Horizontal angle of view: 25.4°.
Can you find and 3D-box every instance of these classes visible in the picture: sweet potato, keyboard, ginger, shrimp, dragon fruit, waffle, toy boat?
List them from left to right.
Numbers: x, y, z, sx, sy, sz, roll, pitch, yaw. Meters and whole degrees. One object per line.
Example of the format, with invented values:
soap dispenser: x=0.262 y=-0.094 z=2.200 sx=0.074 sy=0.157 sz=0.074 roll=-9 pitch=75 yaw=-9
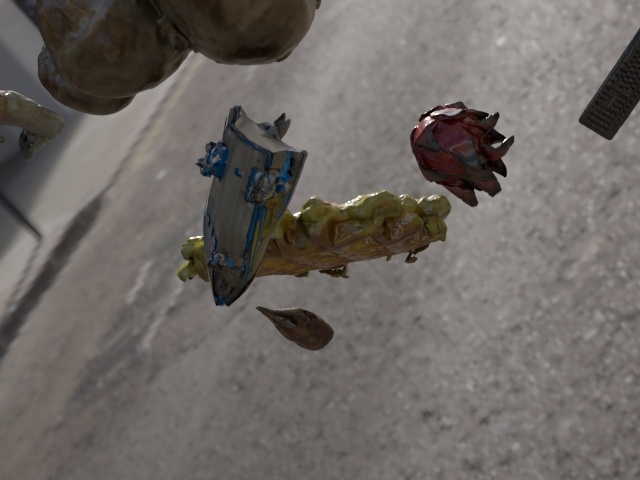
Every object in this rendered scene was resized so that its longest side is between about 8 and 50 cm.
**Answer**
shrimp: x=-0.499 y=-0.149 z=2.061 sx=0.247 sy=0.085 sz=0.360 roll=-2 pitch=-14 yaw=-16
ginger: x=-0.162 y=-0.228 z=1.380 sx=0.304 sy=0.155 sz=0.244 roll=-20 pitch=-22 yaw=14
toy boat: x=-0.072 y=-0.020 z=1.255 sx=0.066 sy=0.084 sz=0.210 roll=-32 pitch=-32 yaw=-45
sweet potato: x=-0.038 y=0.108 z=1.861 sx=0.049 sy=0.117 sz=0.049 roll=-35 pitch=41 yaw=38
waffle: x=0.000 y=0.000 z=1.612 sx=0.302 sy=0.068 sz=0.325 roll=-3 pitch=-8 yaw=-32
dragon fruit: x=0.195 y=-0.129 z=2.008 sx=0.142 sy=0.130 sz=0.121 roll=27 pitch=77 yaw=43
keyboard: x=0.357 y=-0.189 z=1.623 sx=0.155 sy=0.053 sz=0.010 roll=-58 pitch=20 yaw=16
